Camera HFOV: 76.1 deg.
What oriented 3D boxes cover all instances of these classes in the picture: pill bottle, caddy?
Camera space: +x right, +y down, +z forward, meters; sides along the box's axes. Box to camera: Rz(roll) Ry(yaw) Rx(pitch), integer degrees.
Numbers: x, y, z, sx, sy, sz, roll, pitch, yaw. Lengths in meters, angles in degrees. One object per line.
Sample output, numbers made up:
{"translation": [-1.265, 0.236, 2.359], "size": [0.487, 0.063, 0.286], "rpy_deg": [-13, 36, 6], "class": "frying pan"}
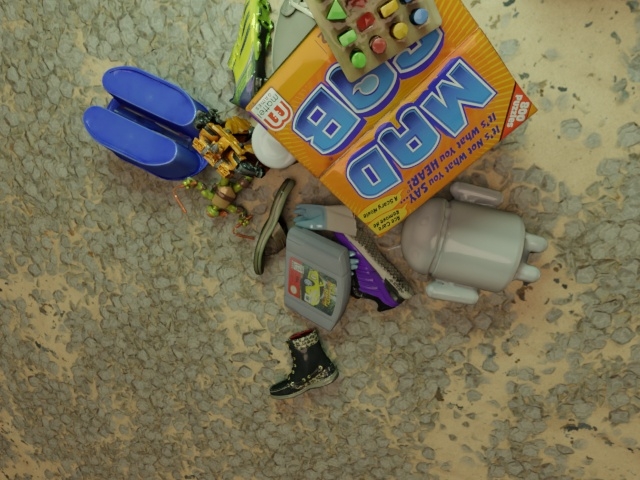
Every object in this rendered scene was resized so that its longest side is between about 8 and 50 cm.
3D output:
{"translation": [-0.079, -0.250, 1.021], "size": [0.121, 0.216, 0.121], "rpy_deg": [4, 107, 12], "class": "pill bottle"}
{"translation": [-0.453, -0.311, 1.117], "size": [0.341, 0.179, 0.242], "rpy_deg": [26, 87, 4], "class": "caddy"}

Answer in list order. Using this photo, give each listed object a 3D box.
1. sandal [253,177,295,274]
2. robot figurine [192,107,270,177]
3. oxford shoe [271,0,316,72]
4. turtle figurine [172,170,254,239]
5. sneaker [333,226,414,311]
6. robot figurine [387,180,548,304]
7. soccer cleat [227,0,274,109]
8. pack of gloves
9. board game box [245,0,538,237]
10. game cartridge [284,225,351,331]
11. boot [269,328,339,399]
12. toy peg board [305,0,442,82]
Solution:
{"translation": [-0.122, -0.026, 1.160], "size": [0.086, 0.120, 0.303], "rpy_deg": [22, 111, -9], "class": "sandal"}
{"translation": [-0.206, -0.230, 1.018], "size": [0.211, 0.291, 0.085], "rpy_deg": [46, 111, -3], "class": "robot figurine"}
{"translation": [-0.009, -0.572, 0.954], "size": [0.169, 0.130, 0.450], "rpy_deg": [28, 113, 1], "class": "oxford shoe"}
{"translation": [-0.259, -0.133, 1.172], "size": [0.269, 0.087, 0.217], "rpy_deg": [34, 109, -21], "class": "turtle figurine"}
{"translation": [0.114, 0.088, 1.142], "size": [0.146, 0.102, 0.293], "rpy_deg": [-41, 94, 22], "class": "sneaker"}
{"translation": [0.352, 0.009, 1.008], "size": [0.353, 0.200, 0.300], "rpy_deg": [15, 86, 9], "class": "robot figurine"}
{"translation": [-0.189, -0.484, 1.043], "size": [0.121, 0.093, 0.290], "rpy_deg": [11, 109, 17], "class": "soccer cleat"}
{"translation": [0.000, 0.000, 1.112], "size": [0.232, 0.046, 0.195], "rpy_deg": [7, 112, 44], "class": "pack of gloves"}
{"translation": [0.120, -0.305, 0.837], "size": [0.356, 0.356, 0.356], "rpy_deg": [-40, 111, 21], "class": "board game box"}
{"translation": [-0.010, 0.118, 1.141], "size": [0.195, 0.060, 0.294], "rpy_deg": [22, 130, 22], "class": "game cartridge"}
{"translation": [-0.079, 0.390, 1.293], "size": [0.236, 0.085, 0.179], "rpy_deg": [-22, 99, 12], "class": "boot"}
{"translation": [0.072, -0.333, 0.574], "size": [0.160, 0.079, 0.161], "rpy_deg": [-28, 115, 16], "class": "toy peg board"}
